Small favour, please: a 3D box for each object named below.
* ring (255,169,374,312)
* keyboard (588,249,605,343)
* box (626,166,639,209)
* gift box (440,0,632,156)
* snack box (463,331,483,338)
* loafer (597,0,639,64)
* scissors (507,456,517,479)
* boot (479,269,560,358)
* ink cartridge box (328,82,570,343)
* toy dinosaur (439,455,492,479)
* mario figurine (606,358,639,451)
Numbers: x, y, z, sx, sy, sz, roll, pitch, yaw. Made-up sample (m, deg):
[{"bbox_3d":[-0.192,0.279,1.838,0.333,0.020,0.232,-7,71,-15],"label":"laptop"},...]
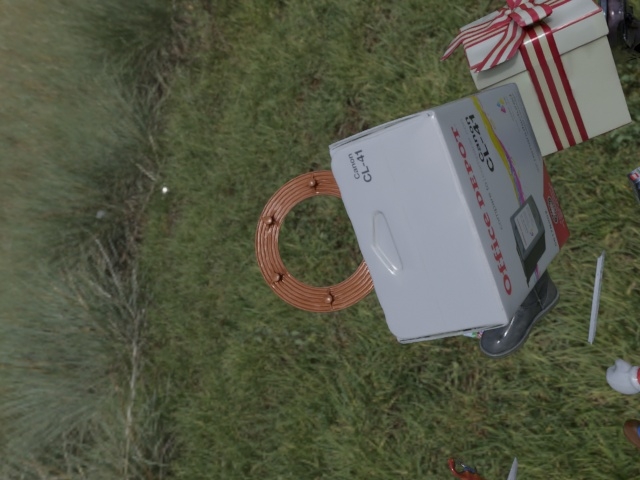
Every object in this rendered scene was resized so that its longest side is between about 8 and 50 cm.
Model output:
[{"bbox_3d":[0.000,0.000,1.464,0.337,0.032,0.336,-2,83,16],"label":"ring"},{"bbox_3d":[0.767,0.158,1.737,0.014,0.072,0.256,10,107,34],"label":"keyboard"},{"bbox_3d":[0.873,-0.142,1.624,0.114,0.207,0.036,-34,51,17],"label":"box"},{"bbox_3d":[0.384,-0.311,1.153,0.276,0.258,0.255,-23,29,15],"label":"gift box"},{"bbox_3d":[0.378,0.166,1.540,0.100,0.037,0.141,10,85,10],"label":"snack box"},{"bbox_3d":[0.596,-0.413,1.231,0.095,0.302,0.109,2,92,25],"label":"loafer"},{"bbox_3d":[0.318,0.528,1.141,0.021,0.109,0.297,88,-170,-47],"label":"scissors"},{"bbox_3d":[0.306,0.075,1.021,0.189,0.208,0.076,-47,46,-11],"label":"boot"},{"bbox_3d":[0.167,-0.047,0.727,0.131,0.306,0.226,-17,98,34],"label":"ink cartridge box"},{"bbox_3d":[0.223,0.349,0.941,0.090,0.082,0.047,-3,63,24],"label":"toy dinosaur"},{"bbox_3d":[0.607,0.197,1.036,0.170,0.198,0.320,34,125,45],"label":"mario figurine"}]
